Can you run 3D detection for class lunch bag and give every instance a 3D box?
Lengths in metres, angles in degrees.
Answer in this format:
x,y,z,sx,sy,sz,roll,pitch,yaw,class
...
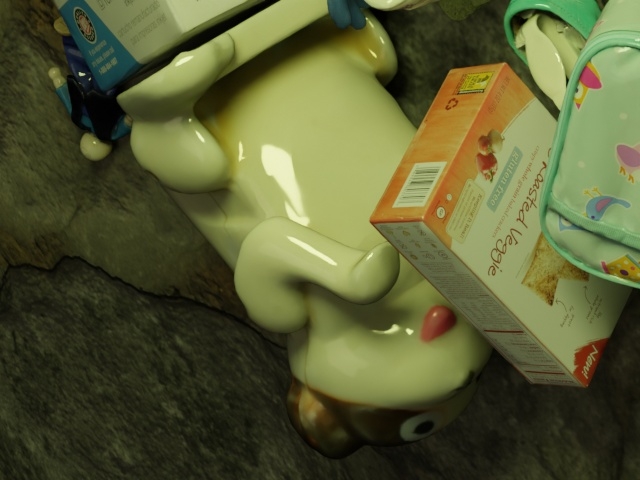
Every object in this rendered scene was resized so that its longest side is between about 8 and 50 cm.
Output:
x,y,z,sx,sy,sz,roll,pitch,yaw,class
0.305,-0.043,1.229,0.279,0.108,0.224,21,129,13,lunch bag

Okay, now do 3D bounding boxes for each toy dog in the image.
x,y,z,sx,sy,sz,roll,pitch,yaw,class
0.000,0.000,1.545,0.395,0.284,0.408,-24,98,54,toy dog

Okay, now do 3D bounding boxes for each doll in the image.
x,y,z,sx,sy,sz,roll,pitch,yaw,class
-0.258,-0.167,1.919,0.129,0.046,0.189,25,140,25,doll

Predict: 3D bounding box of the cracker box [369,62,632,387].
x,y,z,sx,sy,sz,roll,pitch,yaw,class
0.160,-0.009,1.374,0.067,0.155,0.232,-1,143,49,cracker box

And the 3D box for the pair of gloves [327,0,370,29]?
x,y,z,sx,sy,sz,roll,pitch,yaw,class
0.027,-0.273,1.362,0.023,0.198,0.159,4,153,15,pair of gloves

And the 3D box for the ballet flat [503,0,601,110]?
x,y,z,sx,sy,sz,roll,pitch,yaw,class
0.226,-0.102,1.360,0.247,0.087,0.083,54,143,5,ballet flat

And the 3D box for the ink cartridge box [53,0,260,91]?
x,y,z,sx,sy,sz,roll,pitch,yaw,class
-0.191,-0.363,1.550,0.395,0.166,0.285,62,158,-5,ink cartridge box

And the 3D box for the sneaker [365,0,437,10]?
x,y,z,sx,sy,sz,roll,pitch,yaw,class
0.092,-0.306,1.279,0.114,0.152,0.305,29,131,33,sneaker

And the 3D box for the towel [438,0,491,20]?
x,y,z,sx,sy,sz,roll,pitch,yaw,class
0.114,-0.263,1.426,0.110,0.027,0.148,-18,100,53,towel
